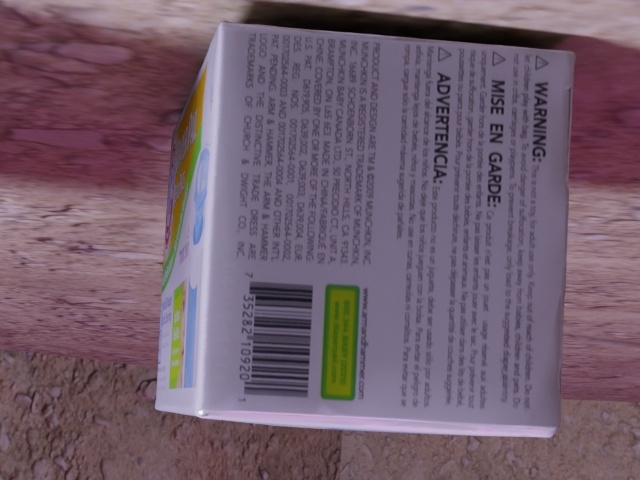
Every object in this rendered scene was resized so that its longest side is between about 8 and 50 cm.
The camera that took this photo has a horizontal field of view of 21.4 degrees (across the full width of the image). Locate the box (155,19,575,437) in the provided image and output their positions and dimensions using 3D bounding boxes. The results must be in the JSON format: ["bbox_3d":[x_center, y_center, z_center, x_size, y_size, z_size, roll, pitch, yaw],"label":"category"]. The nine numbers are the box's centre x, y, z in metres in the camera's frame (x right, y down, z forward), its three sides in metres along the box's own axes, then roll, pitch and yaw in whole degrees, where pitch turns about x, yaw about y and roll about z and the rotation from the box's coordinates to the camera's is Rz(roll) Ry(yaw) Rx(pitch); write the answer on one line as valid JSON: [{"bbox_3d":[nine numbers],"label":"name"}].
[{"bbox_3d":[0.004,0.006,0.562,0.103,0.114,0.203,4,173,-8],"label":"box"}]
